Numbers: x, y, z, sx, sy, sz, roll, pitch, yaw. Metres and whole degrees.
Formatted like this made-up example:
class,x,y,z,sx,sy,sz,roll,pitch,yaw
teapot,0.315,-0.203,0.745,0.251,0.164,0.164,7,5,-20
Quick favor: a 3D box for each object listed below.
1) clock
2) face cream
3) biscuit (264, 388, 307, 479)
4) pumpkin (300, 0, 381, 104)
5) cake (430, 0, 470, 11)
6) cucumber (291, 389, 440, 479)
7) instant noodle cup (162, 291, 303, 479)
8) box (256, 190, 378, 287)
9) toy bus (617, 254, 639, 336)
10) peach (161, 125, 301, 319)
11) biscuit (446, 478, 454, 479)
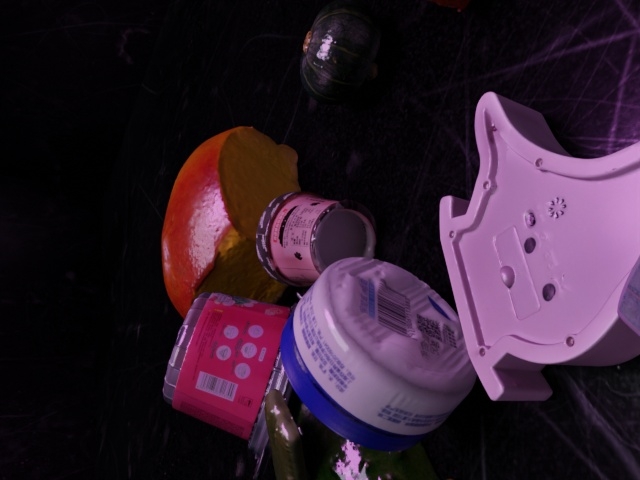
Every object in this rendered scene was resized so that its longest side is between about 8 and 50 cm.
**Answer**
class,x,y,z,sx,sy,sz,roll,pitch,yaw
clock,0.229,-0.032,0.557,0.275,0.080,0.290,-47,43,44
face cream,0.068,0.116,0.665,0.111,0.206,0.205,-55,36,28
biscuit,-0.037,0.336,0.812,0.099,0.038,0.322,-123,24,-52
pumpkin,0.033,-0.299,0.958,0.167,0.125,0.167,-175,90,-71
cake,0.125,-0.422,0.781,0.150,0.177,0.282,-56,34,35
cucumber,0.033,0.244,0.800,0.145,0.105,0.325,-65,28,26
instant noodle cup,-0.130,0.188,0.927,0.258,0.182,0.302,110,177,-47
box,0.000,0.000,0.899,0.135,0.151,0.151,4,84,53
toy bus,0.263,0.038,0.372,0.057,0.172,0.072,54,133,53
peach,-0.178,-0.001,1.124,0.306,0.243,0.380,-39,48,44
biscuit,0.152,0.311,0.639,0.083,0.018,0.081,24,101,60
